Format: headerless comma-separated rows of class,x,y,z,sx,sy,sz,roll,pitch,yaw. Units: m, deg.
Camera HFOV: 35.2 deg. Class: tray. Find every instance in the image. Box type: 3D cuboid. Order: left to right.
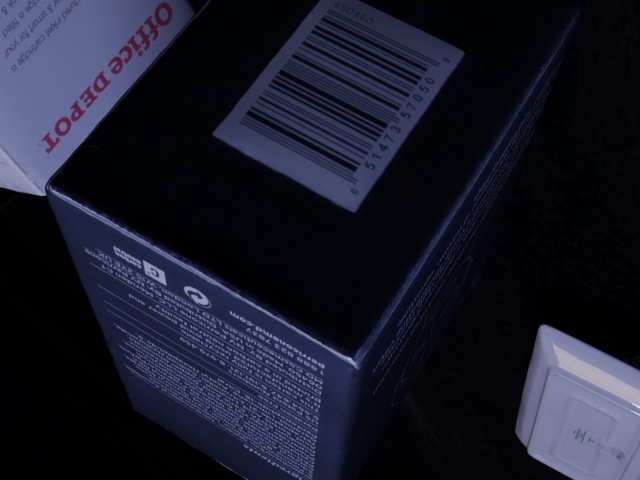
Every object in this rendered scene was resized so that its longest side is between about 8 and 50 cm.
tray,0.259,0.181,0.977,0.145,0.030,0.270,26,154,19

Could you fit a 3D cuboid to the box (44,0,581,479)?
box,0.000,0.000,0.766,0.212,0.293,0.395,29,154,13

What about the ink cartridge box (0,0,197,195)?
ink cartridge box,-0.267,-0.218,0.779,0.131,0.226,0.306,13,147,39

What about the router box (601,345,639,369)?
router box,0.314,0.159,0.961,0.133,0.046,0.179,40,155,-12
